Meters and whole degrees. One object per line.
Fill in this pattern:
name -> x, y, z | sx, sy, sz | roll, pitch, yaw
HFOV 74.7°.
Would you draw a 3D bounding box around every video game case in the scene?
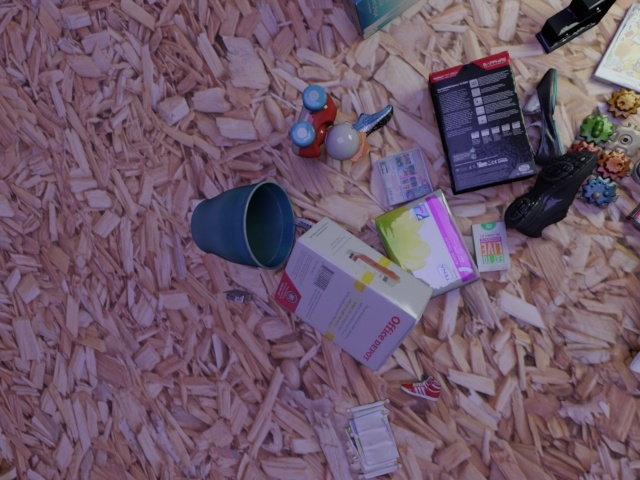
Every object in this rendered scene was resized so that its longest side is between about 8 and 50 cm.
video game case -> 0.924, -0.527, 1.180 | 0.206, 0.026, 0.226 | 27, 95, 12
video game case -> 0.267, -0.202, 1.331 | 0.143, 0.019, 0.157 | -16, 84, 12

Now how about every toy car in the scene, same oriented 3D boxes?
toy car -> 0.045, -0.336, 1.299 | 0.238, 0.219, 0.210 | 18, 92, -1

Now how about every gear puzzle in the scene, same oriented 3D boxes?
gear puzzle -> 0.810, -0.268, 1.182 | 0.176, 0.044, 0.338 | 26, 96, 17

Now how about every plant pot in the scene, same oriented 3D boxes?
plant pot -> -0.260, -0.047, 1.337 | 0.255, 0.272, 0.271 | 0, 89, 27

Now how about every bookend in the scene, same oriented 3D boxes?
bookend -> 0.709, -0.626, 1.166 | 0.156, 0.157, 0.072 | -30, 82, 10

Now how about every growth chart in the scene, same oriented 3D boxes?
growth chart -> 0.161, 0.633, 1.333 | 0.172, 0.021, 0.237 | -13, 86, 13

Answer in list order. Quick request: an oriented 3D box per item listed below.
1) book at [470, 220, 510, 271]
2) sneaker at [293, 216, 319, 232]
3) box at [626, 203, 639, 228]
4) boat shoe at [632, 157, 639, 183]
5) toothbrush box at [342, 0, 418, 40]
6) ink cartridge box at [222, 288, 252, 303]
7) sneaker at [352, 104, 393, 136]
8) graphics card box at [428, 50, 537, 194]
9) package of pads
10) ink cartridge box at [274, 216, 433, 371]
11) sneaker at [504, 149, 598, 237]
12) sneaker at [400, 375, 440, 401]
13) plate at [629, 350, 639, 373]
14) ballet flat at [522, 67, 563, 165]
book -> 0.512, 0.019, 1.263 | 0.096, 0.035, 0.144 | -7, 86, 9
sneaker -> 0.000, 0.000, 1.353 | 0.225, 0.088, 0.092 | 36, 98, 12
box -> 0.971, -0.105, 1.153 | 0.114, 0.036, 0.207 | 42, 98, 11
boat shoe -> 0.977, -0.284, 1.127 | 0.109, 0.091, 0.305 | 36, 97, 13
toothbrush box -> 0.211, -0.784, 1.258 | 0.296, 0.216, 0.126 | -34, 82, 9
ink cartridge box -> -0.278, 0.187, 1.399 | 0.063, 0.115, 0.029 | 14, 92, 13
sneaker -> 0.157, -0.387, 1.339 | 0.162, 0.063, 0.073 | -32, 79, 10
graphics card box -> 0.474, -0.339, 1.247 | 0.233, 0.094, 0.370 | -13, 85, 12
package of pads -> 0.314, 0.025, 1.271 | 0.229, 0.101, 0.296 | -24, 83, 11
ink cartridge box -> 0.086, 0.159, 1.234 | 0.385, 0.160, 0.279 | 35, 131, 12
sneaker -> 0.661, -0.127, 1.184 | 0.130, 0.109, 0.286 | 30, 116, -21
sneaker -> 0.310, 0.446, 1.292 | 0.119, 0.042, 0.067 | 15, 96, 6
plate -> 1.006, 0.268, 1.091 | 0.278, 0.045, 0.277 | 19, 114, 8
ballet flat -> 0.638, -0.353, 1.212 | 0.096, 0.095, 0.280 | -4, 88, 25
